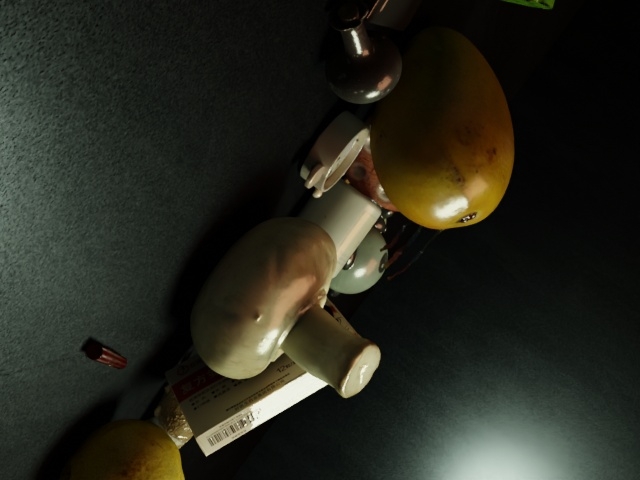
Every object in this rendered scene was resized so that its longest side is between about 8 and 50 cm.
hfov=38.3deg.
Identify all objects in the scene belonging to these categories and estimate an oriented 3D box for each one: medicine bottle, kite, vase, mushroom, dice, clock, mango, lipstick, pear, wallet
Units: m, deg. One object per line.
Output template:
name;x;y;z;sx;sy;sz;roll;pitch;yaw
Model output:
medicine bottle;0.000;0.000;1.905;0.258;0.143;0.143;-55;169;0
kite;0.249;-0.072;1.913;0.360;0.022;0.204;-47;-150;24
vase;0.058;-0.287;1.384;0.120;0.120;0.183;-51;155;-14
mushroom;-0.086;0.112;1.607;0.315;0.315;0.356;-55;-151;4
dice;0.167;-0.182;1.960;0.175;0.179;0.174;-37;161;-49
clock;0.024;-0.166;1.716;0.229;0.063;0.156;-43;168;-43
mango;0.232;-0.221;1.742;0.232;0.300;0.446;-31;-141;39
lipstick;-0.324;0.180;1.415;0.027;0.027;0.176;-52;170;-10
pear;-0.347;0.414;1.599;0.209;0.208;0.209;-51;169;-14
wallet;0.137;-0.411;1.528;0.124;0.025;0.244;-58;168;18

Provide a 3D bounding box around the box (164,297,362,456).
box;-0.106;0.240;1.760;0.353;0.214;0.069;-28;125;-10

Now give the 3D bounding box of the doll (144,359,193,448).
doll;-0.285;0.344;1.892;0.221;0.115;0.105;-61;159;2

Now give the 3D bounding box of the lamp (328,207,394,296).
lamp;0.087;0.017;2.251;0.244;0.197;0.198;-57;173;-36

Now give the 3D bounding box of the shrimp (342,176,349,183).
shrimp;0.050;-0.102;2.103;0.124;0.034;0.178;-63;162;14

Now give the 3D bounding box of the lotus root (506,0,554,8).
lotus root;0.411;-0.572;1.879;0.186;0.186;0.186;-51;169;-14
